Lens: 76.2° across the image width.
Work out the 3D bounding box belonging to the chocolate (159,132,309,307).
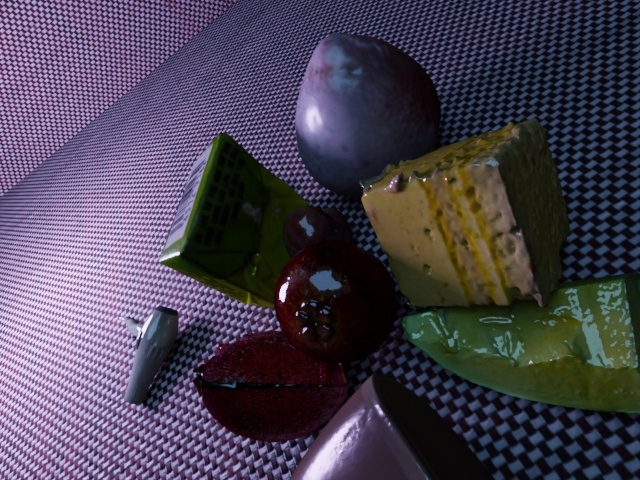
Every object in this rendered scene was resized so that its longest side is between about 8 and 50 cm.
[{"bbox_3d":[-0.180,-0.026,0.907,0.137,0.288,0.301,-15,53,38],"label":"chocolate"}]

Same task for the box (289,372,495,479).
[{"bbox_3d":[0.101,0.347,0.489,0.216,0.301,0.301,-48,47,4],"label":"box"}]

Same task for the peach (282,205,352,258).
[{"bbox_3d":[0.000,0.000,0.872,0.152,0.152,0.152,-16,53,23],"label":"peach"}]

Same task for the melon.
[{"bbox_3d":[0.293,0.135,0.606,0.323,0.124,0.196,-8,51,32],"label":"melon"}]

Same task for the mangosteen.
[{"bbox_3d":[0.038,0.100,0.736,0.215,0.257,0.215,4,101,22],"label":"mangosteen"}]

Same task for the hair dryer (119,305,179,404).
[{"bbox_3d":[-0.461,0.288,1.024,0.267,0.092,0.229,-18,57,39],"label":"hair dryer"}]

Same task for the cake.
[{"bbox_3d":[0.207,-0.032,0.652,0.286,0.227,0.222,-10,18,45],"label":"cake"}]

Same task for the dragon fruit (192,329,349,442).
[{"bbox_3d":[-0.092,0.263,0.739,0.261,0.163,0.189,4,85,-7],"label":"dragon fruit"}]

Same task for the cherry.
[{"bbox_3d":[0.083,-0.252,0.877,0.326,0.335,0.291,-48,60,27],"label":"cherry"}]
